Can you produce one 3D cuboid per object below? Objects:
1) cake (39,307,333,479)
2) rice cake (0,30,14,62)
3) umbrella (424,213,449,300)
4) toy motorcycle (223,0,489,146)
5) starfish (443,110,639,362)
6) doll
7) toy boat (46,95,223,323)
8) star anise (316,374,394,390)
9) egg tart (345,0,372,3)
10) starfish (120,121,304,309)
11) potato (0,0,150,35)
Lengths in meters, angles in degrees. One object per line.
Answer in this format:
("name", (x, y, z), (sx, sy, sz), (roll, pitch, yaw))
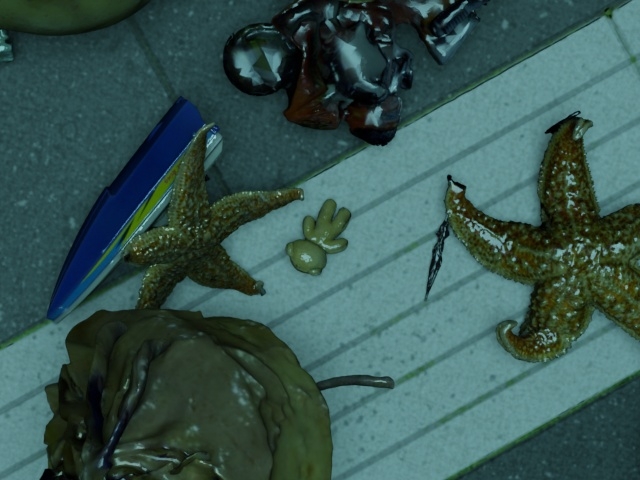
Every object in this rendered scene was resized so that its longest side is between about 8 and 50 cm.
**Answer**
("cake", (-0.190, 0.236, 1.772), (0.332, 0.321, 0.332), (-2, 87, 35))
("rice cake", (-0.514, -0.178, 1.917), (0.336, 0.066, 0.063), (-21, 93, -1))
("umbrella", (0.139, 0.013, 1.986), (0.022, 0.013, 0.122), (19, 90, -25))
("toy motorcycle", (0.095, -0.250, 1.915), (0.401, 0.134, 0.207), (-36, 94, 0))
("starfish", (0.311, 0.001, 1.949), (0.312, 0.113, 0.303), (-11, 93, 0))
("doll", (0.001, -0.002, 1.958), (0.061, 0.051, 0.093), (34, 89, 2))
("toy boat", (-0.217, -0.024, 1.910), (0.088, 0.129, 0.295), (38, 90, -14))
("star anise", (-0.035, 0.217, 1.890), (0.218, 0.227, 0.148), (-22, 87, -13))
("egg tart", (0.047, -0.396, 1.859), (0.288, 0.118, 0.288), (-3, 64, 7))
("starfish", (-0.127, -0.012, 1.894), (0.231, 0.048, 0.295), (-5, 125, -37))
("potato", (-0.300, -0.347, 1.845), (0.326, 0.221, 0.243), (-11, 99, -16))
